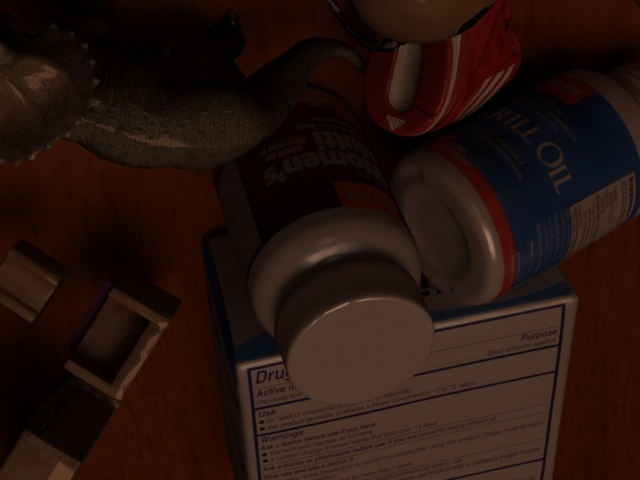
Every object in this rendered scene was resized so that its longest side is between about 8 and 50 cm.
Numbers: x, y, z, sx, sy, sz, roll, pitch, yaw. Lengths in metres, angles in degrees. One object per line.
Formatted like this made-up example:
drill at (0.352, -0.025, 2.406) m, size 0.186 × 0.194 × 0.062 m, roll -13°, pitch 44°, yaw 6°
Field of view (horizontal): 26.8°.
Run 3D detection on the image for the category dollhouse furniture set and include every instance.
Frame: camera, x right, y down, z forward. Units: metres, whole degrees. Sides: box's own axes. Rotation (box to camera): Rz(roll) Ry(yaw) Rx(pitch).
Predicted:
dollhouse furniture set at (-0.304, 0.082, 1.021) m, size 0.303 × 0.198 × 0.286 m, roll 32°, pitch 95°, yaw -4°

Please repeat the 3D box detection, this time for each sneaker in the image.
sneaker at (0.100, -0.182, 0.926) m, size 0.128 × 0.087 × 0.221 m, roll -13°, pitch 127°, yaw -62°

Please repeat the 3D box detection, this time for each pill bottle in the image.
pill bottle at (0.171, -0.053, 0.992) m, size 0.221 × 0.124 × 0.124 m, roll -29°, pitch 138°, yaw -23°
pill bottle at (0.000, 0.000, 0.938) m, size 0.121 × 0.221 × 0.121 m, roll -10°, pitch 133°, yaw -11°

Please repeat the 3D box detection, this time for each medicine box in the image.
medicine box at (0.053, 0.121, 1.116) m, size 0.264 × 0.149 × 0.289 m, roll -11°, pitch 133°, yaw -9°

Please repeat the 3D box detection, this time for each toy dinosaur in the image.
toy dinosaur at (-0.110, -0.093, 0.860) m, size 0.314 × 0.160 × 0.121 m, roll 12°, pitch 126°, yaw -27°

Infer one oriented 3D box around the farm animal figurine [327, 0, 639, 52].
farm animal figurine at (0.141, -0.202, 0.722) m, size 0.327 × 0.330 × 0.172 m, roll -26°, pitch 127°, yaw 7°
